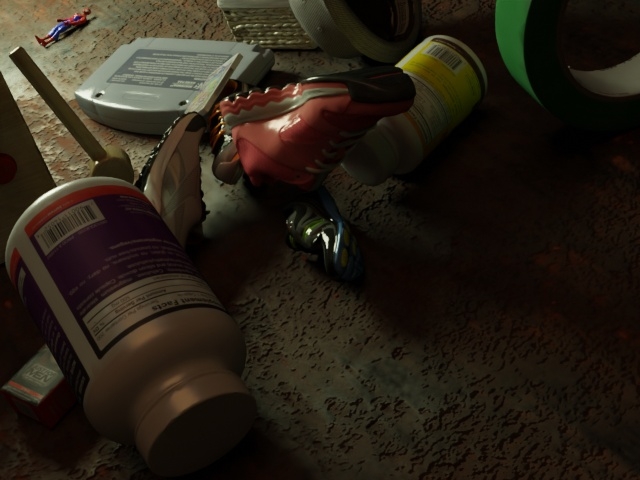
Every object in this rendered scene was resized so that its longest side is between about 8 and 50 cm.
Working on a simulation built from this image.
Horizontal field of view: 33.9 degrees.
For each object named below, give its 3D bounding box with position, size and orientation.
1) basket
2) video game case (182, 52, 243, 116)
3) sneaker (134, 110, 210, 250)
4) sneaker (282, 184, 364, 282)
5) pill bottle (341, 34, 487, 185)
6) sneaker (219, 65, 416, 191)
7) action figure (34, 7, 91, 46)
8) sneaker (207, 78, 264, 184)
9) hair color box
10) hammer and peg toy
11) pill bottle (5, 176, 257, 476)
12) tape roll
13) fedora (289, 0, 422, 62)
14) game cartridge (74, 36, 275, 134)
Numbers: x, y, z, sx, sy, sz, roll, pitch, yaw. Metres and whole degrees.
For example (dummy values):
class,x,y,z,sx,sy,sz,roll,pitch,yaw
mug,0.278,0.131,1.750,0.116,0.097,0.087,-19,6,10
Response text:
class,x,y,z,sx,sy,sz,roll,pitch,yaw
basket,-0.065,-0.381,1.710,0.167,0.103,0.113,8,46,29
video game case,-0.162,-0.212,1.516,0.087,0.011,0.122,-26,30,49
sneaker,-0.194,-0.057,1.392,0.108,0.100,0.271,25,52,-14
sneaker,0.000,0.000,1.280,0.078,0.067,0.188,-29,35,1
pill bottle,0.116,-0.167,1.375,0.117,0.117,0.215,21,54,39
sneaker,0.005,-0.131,1.279,0.116,0.136,0.314,-17,9,-39
action figure,-0.479,-0.404,1.971,0.115,0.030,0.038,-35,36,-21
sneaker,-0.123,-0.154,1.468,0.083,0.084,0.215,28,35,-9
hair color box,-0.299,0.148,1.241,0.072,0.043,0.141,15,49,35
hammer and peg toy,-0.453,-0.102,1.427,0.361,0.266,0.127,-24,21,-3
pill bottle,-0.200,0.090,1.130,0.181,0.181,0.323,-31,56,-13
tape roll,0.368,-0.288,1.249,0.321,0.321,0.077,-25,39,-6
fedora,0.033,-0.384,1.579,0.124,0.275,0.244,-18,23,41
game cartridge,-0.239,-0.247,1.669,0.294,0.060,0.196,10,44,32
